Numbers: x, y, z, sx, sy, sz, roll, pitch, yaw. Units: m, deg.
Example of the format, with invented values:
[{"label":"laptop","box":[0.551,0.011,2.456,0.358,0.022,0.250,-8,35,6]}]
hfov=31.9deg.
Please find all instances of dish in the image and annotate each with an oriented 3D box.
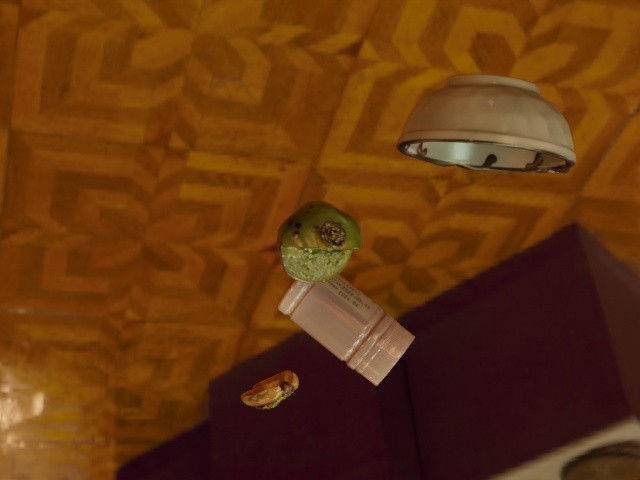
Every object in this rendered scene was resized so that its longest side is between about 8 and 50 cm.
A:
[{"label":"dish","box":[0.260,-0.182,1.721,0.303,0.120,0.303,6,177,0]}]

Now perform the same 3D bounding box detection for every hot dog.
[{"label":"hot dog","box":[-0.065,0.209,1.523,0.056,0.041,0.133,-32,180,-30]}]

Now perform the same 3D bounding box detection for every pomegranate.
[{"label":"pomegranate","box":[-0.001,-0.011,1.903,0.143,0.122,0.169,2,151,-9]}]

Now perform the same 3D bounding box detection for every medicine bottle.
[{"label":"medicine bottle","box":[0.050,0.158,2.181,0.249,0.133,0.133,39,135,6]}]
